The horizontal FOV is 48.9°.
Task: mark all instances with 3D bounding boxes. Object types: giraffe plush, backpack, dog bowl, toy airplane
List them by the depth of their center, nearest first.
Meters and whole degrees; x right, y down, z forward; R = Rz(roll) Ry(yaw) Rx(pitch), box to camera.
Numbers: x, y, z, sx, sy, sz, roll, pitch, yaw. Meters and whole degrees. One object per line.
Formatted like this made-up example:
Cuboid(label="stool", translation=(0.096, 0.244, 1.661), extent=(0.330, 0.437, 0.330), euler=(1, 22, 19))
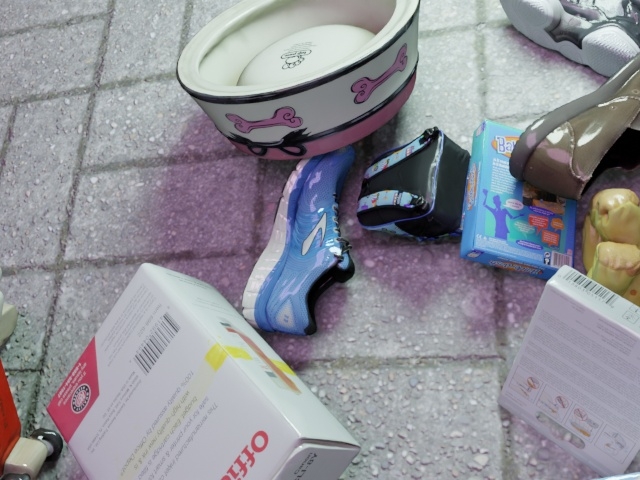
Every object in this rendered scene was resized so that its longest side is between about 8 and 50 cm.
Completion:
Cuboid(label="giraffe plush", translation=(0.438, 0.040, 0.917), extent=(0.170, 0.181, 0.210), euler=(4, 92, 12))
Cuboid(label="toy airplane", translation=(-0.579, 0.224, 1.064), extent=(0.272, 0.386, 0.384), euler=(-6, 64, 3))
Cuboid(label="backpack", translation=(0.143, -0.074, 1.099), extent=(0.173, 0.117, 0.158), euler=(-15, 56, 48))
Cuboid(label="dog bowl", translation=(-0.021, -0.291, 1.165), extent=(0.408, 0.150, 0.408), euler=(-13, 40, 11))

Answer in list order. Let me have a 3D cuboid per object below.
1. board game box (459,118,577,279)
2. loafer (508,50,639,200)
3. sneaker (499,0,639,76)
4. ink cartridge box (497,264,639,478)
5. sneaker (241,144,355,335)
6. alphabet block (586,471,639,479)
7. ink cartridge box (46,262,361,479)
Cuboid(label="board game box", translation=(0.296, -0.059, 1.038), extent=(0.160, 0.047, 0.210), euler=(15, 70, -9))
Cuboid(label="loafer", translation=(0.440, -0.158, 1.002), extent=(0.366, 0.134, 0.130), euler=(-33, 60, -12))
Cuboid(label="sneaker", translation=(0.432, -0.384, 1.149), extent=(0.268, 0.101, 0.153), euler=(39, 83, 23))
Cuboid(label="ink cartridge box", translation=(0.343, 0.172, 0.894), extent=(0.189, 0.232, 0.066), euler=(34, 49, 29))
Cuboid(label="sneaker", translation=(0.000, 0.000, 1.126), extent=(0.147, 0.130, 0.330), euler=(17, 81, 16))
Cuboid(label="alphabet block", translation=(0.371, 0.367, 0.783), extent=(0.192, 0.193, 0.197), euler=(-15, 63, 14))
Cuboid(label="ink cartridge box", translation=(-0.176, 0.259, 0.982), extent=(0.384, 0.160, 0.279), euler=(40, 97, 36))
